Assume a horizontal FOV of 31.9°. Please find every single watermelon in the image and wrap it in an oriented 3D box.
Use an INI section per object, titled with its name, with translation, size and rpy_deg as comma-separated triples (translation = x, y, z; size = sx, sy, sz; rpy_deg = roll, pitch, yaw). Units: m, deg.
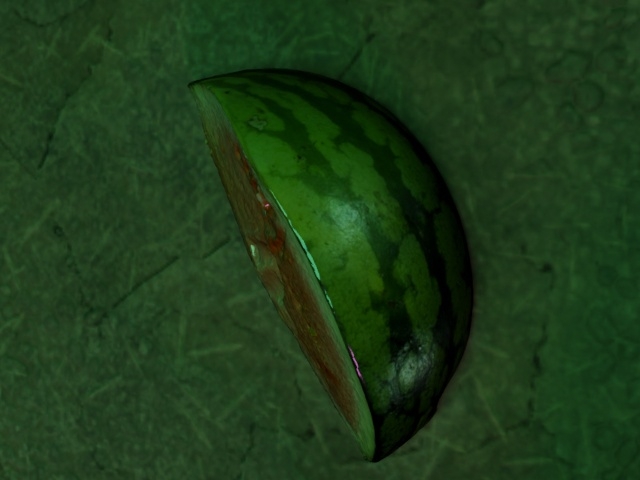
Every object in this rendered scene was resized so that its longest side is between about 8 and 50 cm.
[watermelon]
translation = 0.025, -0.013, 0.748
size = 0.128, 0.159, 0.303
rpy_deg = -25, 84, -15
